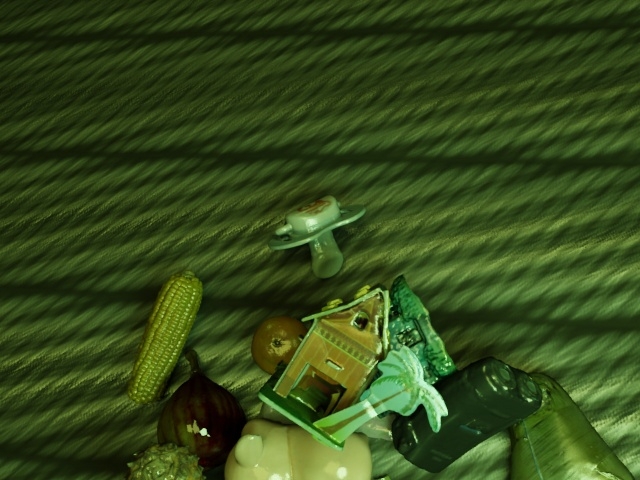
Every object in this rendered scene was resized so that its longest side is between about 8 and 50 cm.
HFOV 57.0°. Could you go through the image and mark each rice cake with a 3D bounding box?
[{"bbox_3d":[0.025,0.436,1.443,0.365,0.056,0.072,6,73,12],"label":"rice cake"}]

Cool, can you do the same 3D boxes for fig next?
[{"bbox_3d":[-0.309,0.397,1.453,0.217,0.217,0.320,-26,50,-1],"label":"fig"}]

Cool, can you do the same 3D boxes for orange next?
[{"bbox_3d":[-0.099,0.266,1.488,0.156,0.124,0.156,-4,69,11],"label":"orange"}]

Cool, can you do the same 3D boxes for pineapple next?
[{"bbox_3d":[-0.320,0.570,1.294,0.175,0.361,0.175,-2,46,2],"label":"pineapple"}]

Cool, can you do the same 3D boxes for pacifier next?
[{"bbox_3d":[0.000,0.000,1.567,0.279,0.227,0.207,-26,101,-20],"label":"pacifier"}]

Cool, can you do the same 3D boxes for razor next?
[{"bbox_3d":[0.312,0.383,1.292,0.327,0.189,0.107,-47,26,28],"label":"razor"}]

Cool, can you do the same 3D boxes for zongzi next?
[{"bbox_3d":[0.457,0.507,1.327,0.360,0.160,0.323,-46,49,19],"label":"zongzi"}]

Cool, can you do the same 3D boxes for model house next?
[{"bbox_3d":[0.164,0.256,1.399,0.241,0.226,0.261,-29,66,4],"label":"model house"},{"bbox_3d":[0.103,0.261,1.259,0.340,0.300,0.323,32,94,6],"label":"model house"}]

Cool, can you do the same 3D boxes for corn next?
[{"bbox_3d":[-0.408,0.249,1.547,0.121,0.120,0.363,15,73,14],"label":"corn"}]

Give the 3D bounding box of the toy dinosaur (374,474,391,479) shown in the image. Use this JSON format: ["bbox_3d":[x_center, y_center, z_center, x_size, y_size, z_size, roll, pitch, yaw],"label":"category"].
[{"bbox_3d":[0.164,0.648,1.347,0.251,0.072,0.199,-13,76,-5],"label":"toy dinosaur"}]

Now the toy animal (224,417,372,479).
[{"bbox_3d":[-0.051,0.502,1.299,0.326,0.269,0.237,-7,91,34],"label":"toy animal"}]
